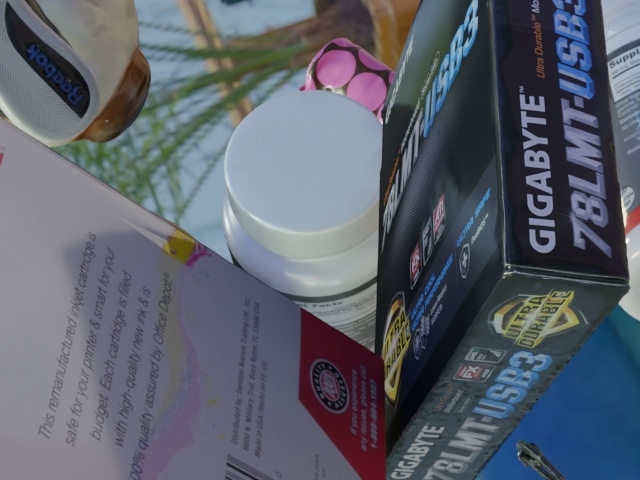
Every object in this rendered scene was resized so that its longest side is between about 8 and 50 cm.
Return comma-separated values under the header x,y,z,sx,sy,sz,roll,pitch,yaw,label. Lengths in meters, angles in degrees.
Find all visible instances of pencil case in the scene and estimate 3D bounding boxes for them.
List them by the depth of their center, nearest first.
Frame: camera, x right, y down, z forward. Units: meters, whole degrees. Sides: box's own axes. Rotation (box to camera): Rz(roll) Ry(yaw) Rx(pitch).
x,y,z,sx,sy,sz,roll,pitch,yaw,label
0.073,-0.158,1.742,0.209,0.098,0.095,38,151,25,pencil case

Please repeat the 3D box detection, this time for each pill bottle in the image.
x,y,z,sx,sy,sz,roll,pitch,yaw,label
0.000,0.000,1.233,0.283,0.161,0.161,81,167,-61,pill bottle
0.379,-0.103,1.492,0.210,0.210,0.363,82,-177,-51,pill bottle

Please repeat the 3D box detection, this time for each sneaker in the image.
x,y,z,sx,sy,sz,roll,pitch,yaw,label
-0.232,-0.156,0.881,0.217,0.079,0.121,58,165,-26,sneaker

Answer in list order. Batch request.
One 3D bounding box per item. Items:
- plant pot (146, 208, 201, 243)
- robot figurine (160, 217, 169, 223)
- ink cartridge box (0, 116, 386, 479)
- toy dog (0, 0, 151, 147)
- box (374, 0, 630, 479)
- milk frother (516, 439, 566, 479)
x,y,z,sx,sy,sz,roll,pitch,yaw,label
-0.204,0.098,1.686,0.284,0.191,0.284,10,-90,-89,plant pot
-0.203,0.079,1.152,0.200,0.353,0.300,-55,-12,-57,robot figurine
-0.116,0.100,0.717,0.306,0.131,0.226,32,-143,-23,ink cartridge box
-0.293,-0.291,1.390,0.395,0.284,0.408,-42,46,53,toy dog
0.092,-0.038,0.838,0.295,0.073,0.293,110,163,-59,box
0.215,0.305,1.478,0.143,0.135,0.129,46,150,-3,milk frother
